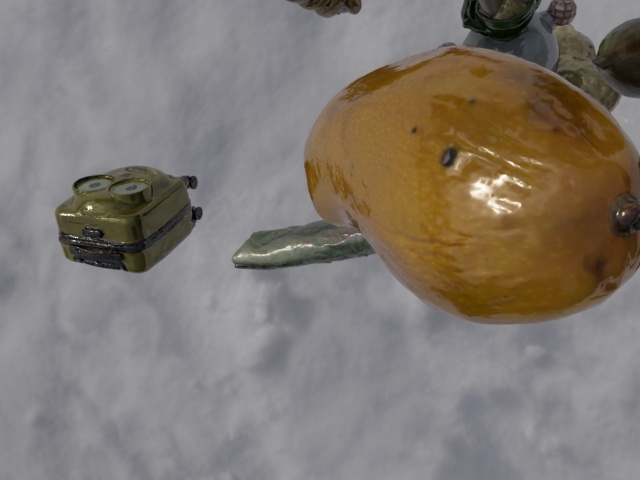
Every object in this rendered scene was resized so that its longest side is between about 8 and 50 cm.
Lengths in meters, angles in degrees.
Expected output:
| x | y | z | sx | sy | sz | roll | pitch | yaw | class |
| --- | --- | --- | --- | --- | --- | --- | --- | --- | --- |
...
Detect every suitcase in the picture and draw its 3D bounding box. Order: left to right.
| x | y | z | sx | sy | sz | roll | pitch | yaw | class |
| --- | --- | --- | --- | --- | --- | --- | --- | --- | --- |
| -0.352 | -0.052 | 1.306 | 0.193 | 0.235 | 0.143 | 8 | 120 | 19 | suitcase |

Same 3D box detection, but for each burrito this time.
| x | y | z | sx | sy | sz | roll | pitch | yaw | class |
| --- | --- | --- | --- | --- | --- | --- | --- | --- | --- |
| -0.001 | 0.003 | 1.137 | 0.309 | 0.096 | 0.066 | -10 | 108 | 26 | burrito |

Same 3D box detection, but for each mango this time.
| x | y | z | sx | sy | sz | roll | pitch | yaw | class |
| --- | --- | --- | --- | --- | --- | --- | --- | --- | --- |
| 0.093 | -0.054 | 0.543 | 0.143 | 0.359 | 0.187 | 6 | 109 | -30 | mango |

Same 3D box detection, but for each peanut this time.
| x | y | z | sx | sy | sz | roll | pitch | yaw | class |
| --- | --- | --- | --- | --- | --- | --- | --- | --- | --- |
| 0.528 | -0.361 | 1.522 | 0.153 | 0.325 | 0.140 | -31 | 136 | 7 | peanut |

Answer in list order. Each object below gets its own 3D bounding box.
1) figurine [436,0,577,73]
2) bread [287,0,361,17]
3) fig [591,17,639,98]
| x | y | z | sx | sy | sz | roll | pitch | yaw | class |
| --- | --- | --- | --- | --- | --- | --- | --- | --- | --- |
| 0.350 | -0.386 | 1.331 | 0.281 | 0.167 | 0.370 | -20 | 144 | 7 | figurine |
| -0.030 | -0.391 | 1.035 | 0.081 | 0.225 | 0.134 | -40 | 62 | 28 | bread |
| 0.416 | -0.238 | 0.946 | 0.109 | 0.154 | 0.103 | 52 | 146 | 24 | fig |
